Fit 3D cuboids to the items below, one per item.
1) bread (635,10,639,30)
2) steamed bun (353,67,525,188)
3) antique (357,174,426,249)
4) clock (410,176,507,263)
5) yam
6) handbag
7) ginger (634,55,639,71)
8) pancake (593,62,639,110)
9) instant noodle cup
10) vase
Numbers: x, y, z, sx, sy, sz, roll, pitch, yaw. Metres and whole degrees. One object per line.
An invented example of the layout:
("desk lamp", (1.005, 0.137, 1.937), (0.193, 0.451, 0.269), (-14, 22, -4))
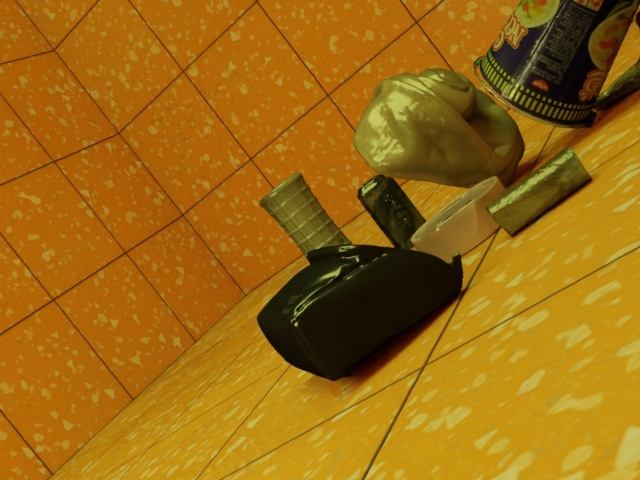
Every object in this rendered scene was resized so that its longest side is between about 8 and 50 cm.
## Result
("bread", (0.704, -0.422, 1.677), (0.143, 0.149, 0.158), (-34, -1, 21))
("steamed bun", (0.255, -0.248, 1.885), (0.367, 0.255, 0.342), (5, 8, -15))
("antique", (0.168, -0.069, 2.014), (0.088, 0.183, 0.086), (-39, 4, -5))
("clock", (0.264, -0.033, 1.584), (0.197, 0.068, 0.197), (-38, 4, 3))
("yam", (0.347, -0.078, 1.363), (0.169, 0.068, 0.068), (-38, 4, 8))
("handbag", (0.049, 0.082, 1.349), (0.275, 0.178, 0.302), (-39, 4, -14))
("ginger", (0.646, -0.378, 1.476), (0.109, 0.116, 0.263), (3, -53, -44))
("pancake", (0.687, -0.359, 1.870), (0.235, 0.029, 0.212), (-38, 5, 0))
("instant noodle cup", (0.499, -0.427, 1.726), (0.284, 0.284, 0.312), (-42, -19, -51))
("vase", (0.000, 0.000, 1.860), (0.143, 0.299, 0.143), (-37, 3, 2))
